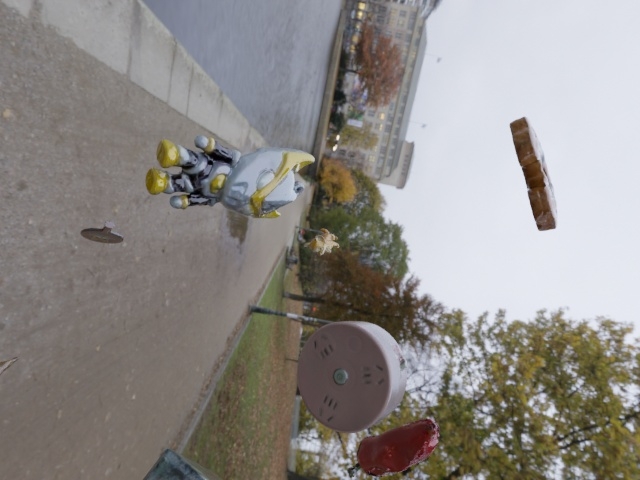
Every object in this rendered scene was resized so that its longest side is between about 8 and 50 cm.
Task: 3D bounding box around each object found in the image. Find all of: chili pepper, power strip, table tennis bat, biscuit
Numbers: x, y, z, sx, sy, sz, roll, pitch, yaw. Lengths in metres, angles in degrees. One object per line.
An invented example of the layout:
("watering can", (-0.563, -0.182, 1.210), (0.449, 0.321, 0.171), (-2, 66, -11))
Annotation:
("chili pepper", (0.190, 0.562, 1.076), (0.387, 0.110, 0.110), (-52, -159, 44))
("power strip", (0.047, 0.193, 0.585), (0.078, 0.154, 0.154), (18, 82, -58))
("table tennis bat", (-0.588, -0.067, 1.108), (0.170, 0.108, 0.118), (-23, -120, 50))
("biscuit", (0.411, -0.133, 0.768), (0.334, 0.047, 0.201), (-22, 96, -62))

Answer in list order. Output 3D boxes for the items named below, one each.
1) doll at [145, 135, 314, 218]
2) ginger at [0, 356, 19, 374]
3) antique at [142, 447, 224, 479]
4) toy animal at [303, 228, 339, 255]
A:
("doll", (-0.133, -0.105, 0.686), (0.316, 0.103, 0.145), (2, 105, -50))
("ginger", (-0.394, 0.091, 0.353), (0.418, 0.176, 0.254), (-66, 159, 8))
("antique", (-0.187, 0.374, 0.571), (0.088, 0.086, 0.183), (-53, 149, -29))
("toy animal", (0.000, 0.000, 0.921), (0.061, 0.083, 0.081), (-29, -117, 34))
